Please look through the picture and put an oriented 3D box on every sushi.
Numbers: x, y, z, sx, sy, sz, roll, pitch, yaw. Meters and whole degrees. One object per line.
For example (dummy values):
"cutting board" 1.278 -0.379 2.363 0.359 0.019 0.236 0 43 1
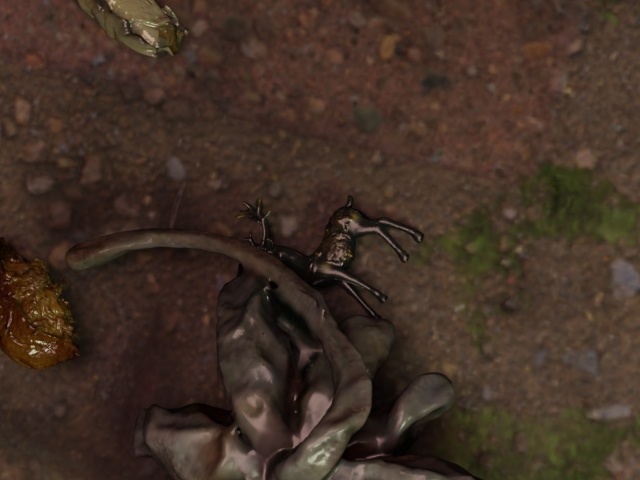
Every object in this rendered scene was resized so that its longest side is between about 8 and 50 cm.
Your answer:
"sushi" -0.204 0.045 1.280 0.118 0.061 0.060 47 107 17

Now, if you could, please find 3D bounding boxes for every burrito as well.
"burrito" -0.170 -0.192 1.317 0.045 0.041 0.185 -33 70 -35

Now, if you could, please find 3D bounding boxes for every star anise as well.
"star anise" -0.032 0.150 1.184 0.359 0.139 0.316 4 79 23

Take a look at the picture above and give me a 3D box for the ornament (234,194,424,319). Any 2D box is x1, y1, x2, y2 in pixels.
"ornament" 0.000 0.000 1.251 0.125 0.028 0.073 26 90 15
